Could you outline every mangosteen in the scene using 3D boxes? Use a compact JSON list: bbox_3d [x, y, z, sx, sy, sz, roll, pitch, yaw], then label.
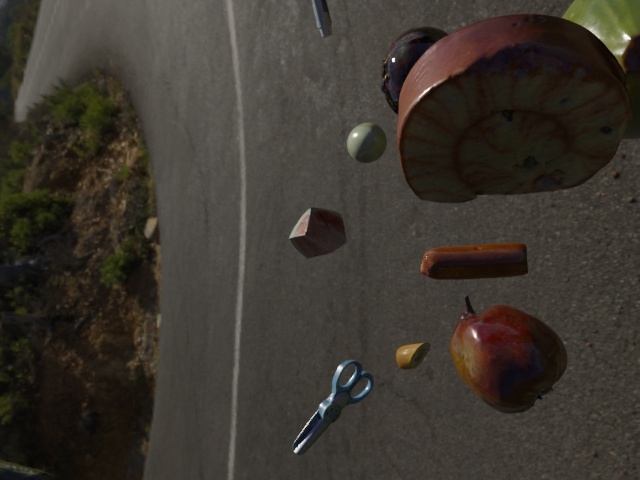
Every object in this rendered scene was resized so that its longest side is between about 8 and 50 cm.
[{"bbox_3d":[0.287,-0.395,1.350,0.290,0.231,0.231,11,100,13],"label":"mangosteen"}]

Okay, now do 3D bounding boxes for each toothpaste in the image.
[{"bbox_3d":[-0.011,-0.553,1.202,0.033,0.052,0.218,-5,116,24],"label":"toothpaste"}]

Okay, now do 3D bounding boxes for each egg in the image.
[{"bbox_3d":[0.136,-0.284,1.619,0.152,0.114,0.114,137,132,-77],"label":"egg"}]

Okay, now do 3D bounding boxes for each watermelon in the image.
[{"bbox_3d":[-0.005,-0.003,0.882,0.072,0.085,0.092,-92,22,-60],"label":"watermelon"}]

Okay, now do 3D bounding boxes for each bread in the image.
[{"bbox_3d":[0.236,0.296,1.425,0.103,0.049,0.062,-25,50,53],"label":"bread"},{"bbox_3d":[0.278,-0.182,0.833,0.295,0.328,0.114,72,-161,-52],"label":"bread"}]

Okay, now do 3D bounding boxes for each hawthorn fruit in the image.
[{"bbox_3d":[0.368,0.218,1.133,0.248,0.208,0.208,56,134,28],"label":"hawthorn fruit"}]

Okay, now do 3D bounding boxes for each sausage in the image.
[{"bbox_3d":[0.191,0.027,0.694,0.039,0.131,0.041,-84,-13,-47],"label":"sausage"}]

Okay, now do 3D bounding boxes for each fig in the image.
[{"bbox_3d":[0.538,-0.313,0.946,0.316,0.316,0.315,-7,81,57],"label":"fig"}]

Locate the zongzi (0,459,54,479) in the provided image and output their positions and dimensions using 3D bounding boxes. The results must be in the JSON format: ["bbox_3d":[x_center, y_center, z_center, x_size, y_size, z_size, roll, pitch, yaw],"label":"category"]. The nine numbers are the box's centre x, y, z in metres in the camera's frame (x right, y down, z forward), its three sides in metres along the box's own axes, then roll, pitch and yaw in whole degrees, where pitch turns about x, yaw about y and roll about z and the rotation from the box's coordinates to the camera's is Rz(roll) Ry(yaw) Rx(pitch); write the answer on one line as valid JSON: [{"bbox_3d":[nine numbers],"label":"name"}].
[{"bbox_3d":[-0.571,0.415,0.736,0.361,0.322,0.159,-1,130,24],"label":"zongzi"}]

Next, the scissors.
[{"bbox_3d":[0.024,0.403,1.327,0.256,0.125,0.030,-48,35,-13],"label":"scissors"}]
